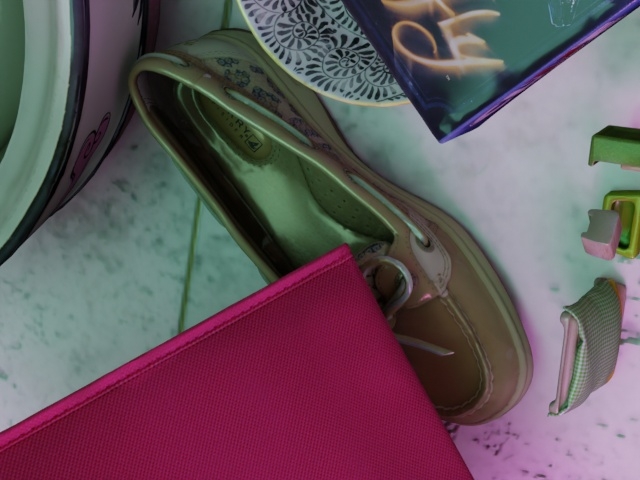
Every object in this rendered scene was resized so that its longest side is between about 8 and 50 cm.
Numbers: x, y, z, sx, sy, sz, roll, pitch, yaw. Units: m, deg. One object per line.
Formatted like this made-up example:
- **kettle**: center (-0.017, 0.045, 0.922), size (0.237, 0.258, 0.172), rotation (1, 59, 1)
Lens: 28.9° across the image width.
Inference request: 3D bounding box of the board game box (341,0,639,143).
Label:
- **board game box**: center (0.041, -0.180, 0.436), size (0.165, 0.042, 0.243), rotation (-37, 86, 30)

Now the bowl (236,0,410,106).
- **bowl**: center (0.042, -0.159, 0.648), size (0.170, 0.080, 0.170), rotation (7, 106, 26)

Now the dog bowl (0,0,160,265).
- **dog bowl**: center (-0.276, -0.162, 0.750), size (0.408, 0.150, 0.407), rotation (8, 109, 23)

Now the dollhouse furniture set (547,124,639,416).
- **dollhouse furniture set**: center (0.163, 0.019, 0.637), size (0.059, 0.076, 0.151), rotation (12, 108, 25)

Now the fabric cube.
- **fabric cube**: center (-0.071, 0.193, 0.657), size (0.258, 0.254, 0.259), rotation (60, 150, 1)

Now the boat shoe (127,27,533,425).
- **boat shoe**: center (0.000, 0.000, 0.707), size (0.285, 0.089, 0.104), rotation (46, 119, 9)
